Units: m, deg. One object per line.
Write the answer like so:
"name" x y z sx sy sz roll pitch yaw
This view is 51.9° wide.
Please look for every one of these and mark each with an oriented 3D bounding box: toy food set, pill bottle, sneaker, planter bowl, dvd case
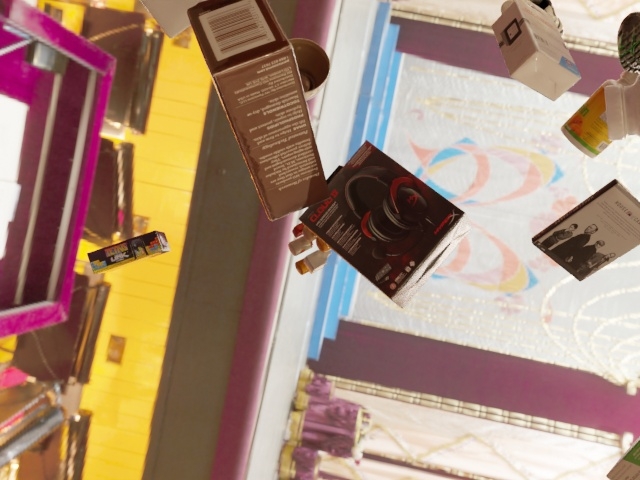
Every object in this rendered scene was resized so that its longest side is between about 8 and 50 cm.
"toy food set" 0.000 0.000 1.618 0.104 0.111 0.232 -28 167 -23
"pill bottle" 0.471 -0.178 0.854 0.103 0.184 0.103 -5 90 -66
"sneaker" 0.613 -0.693 1.950 0.153 0.094 0.235 47 9 -51
"planter bowl" -0.058 -0.431 1.730 0.109 0.162 0.162 98 4 -72
"dvd case" 0.647 -0.017 1.540 0.239 0.179 0.029 -42 -158 33
"sneaker" 0.819 -0.506 1.665 0.343 0.134 0.146 4 60 -52
"pill bottle" 0.812 -0.362 1.849 0.245 0.136 0.136 -50 -169 28

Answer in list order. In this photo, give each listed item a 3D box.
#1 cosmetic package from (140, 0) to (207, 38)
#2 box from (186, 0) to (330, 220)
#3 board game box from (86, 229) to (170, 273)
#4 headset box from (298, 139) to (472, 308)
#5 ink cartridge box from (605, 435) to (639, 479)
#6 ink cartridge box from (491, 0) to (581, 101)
"cosmetic package" -0.275 -0.708 1.717 0.156 0.385 0.217 55 12 -22
"box" -0.099 -0.230 1.184 0.381 0.143 0.191 76 -8 -55
"board game box" -0.392 0.023 1.365 0.170 0.141 0.048 171 -99 -82
"headset box" 0.117 -0.043 1.322 0.218 0.293 0.110 -49 154 1
"ink cartridge box" 0.882 0.594 1.584 0.121 0.289 0.211 -28 146 -34
"ink cartridge box" 0.351 -0.325 1.092 0.060 0.104 0.180 -46 -146 40
